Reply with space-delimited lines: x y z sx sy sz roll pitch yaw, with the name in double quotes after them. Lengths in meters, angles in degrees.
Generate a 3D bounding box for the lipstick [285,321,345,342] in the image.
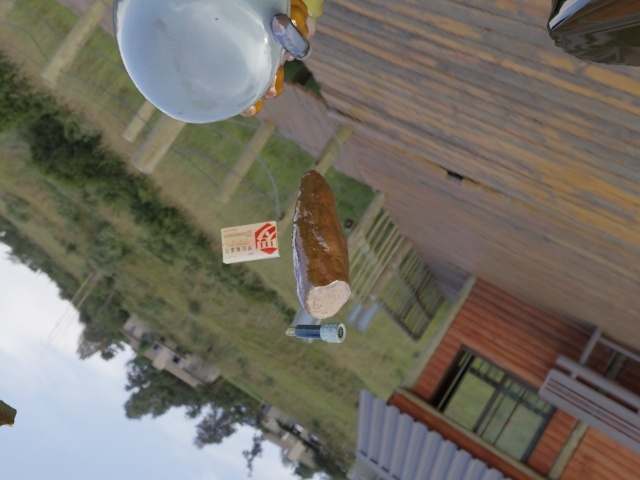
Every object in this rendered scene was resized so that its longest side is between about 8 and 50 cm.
-0.012 0.165 1.107 0.116 0.037 0.037 -2 153 32 "lipstick"

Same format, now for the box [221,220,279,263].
-0.114 0.003 0.988 0.093 0.058 0.015 -8 168 9 "box"

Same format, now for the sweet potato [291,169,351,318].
0.000 0.000 0.997 0.097 0.251 0.097 -3 163 -1 "sweet potato"

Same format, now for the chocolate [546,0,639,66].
0.299 -0.283 0.380 0.314 0.296 0.326 -6 -176 -1 "chocolate"

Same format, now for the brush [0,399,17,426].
-0.642 0.368 1.190 0.082 0.010 0.218 47 179 -24 "brush"

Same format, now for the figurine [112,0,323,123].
-0.085 -0.301 0.694 0.225 0.381 0.205 -15 126 34 "figurine"
